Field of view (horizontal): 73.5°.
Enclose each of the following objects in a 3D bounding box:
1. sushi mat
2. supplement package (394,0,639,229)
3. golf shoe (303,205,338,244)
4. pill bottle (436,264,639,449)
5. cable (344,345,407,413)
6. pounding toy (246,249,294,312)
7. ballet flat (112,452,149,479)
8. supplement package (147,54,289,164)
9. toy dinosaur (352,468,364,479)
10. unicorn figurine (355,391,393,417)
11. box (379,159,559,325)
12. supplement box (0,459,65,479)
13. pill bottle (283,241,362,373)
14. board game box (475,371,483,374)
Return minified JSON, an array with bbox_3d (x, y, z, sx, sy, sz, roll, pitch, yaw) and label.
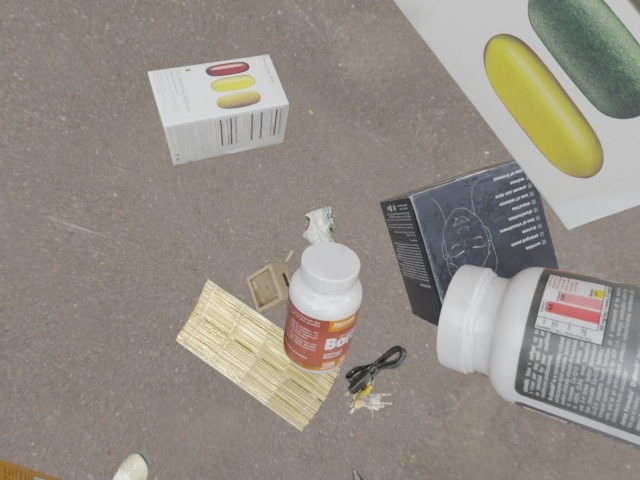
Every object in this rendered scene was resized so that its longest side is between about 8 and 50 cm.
[{"bbox_3d":[-0.126,0.221,0.833,0.316,0.019,0.151,33,97,8],"label":"sushi mat"},{"bbox_3d":[0.232,-0.187,0.313,0.198,0.199,0.262,-34,86,-19],"label":"supplement package"},{"bbox_3d":[0.000,0.000,1.088,0.086,0.069,0.176,-9,63,12],"label":"golf shoe"},{"bbox_3d":[0.368,0.153,0.605,0.210,0.363,0.210,-25,121,-51],"label":"pill bottle"},{"bbox_3d":[0.180,0.441,1.427,0.072,0.139,0.287,41,105,-20],"label":"cable"},{"bbox_3d":[-0.131,0.118,1.261,0.100,0.130,0.141,-1,65,-53],"label":"pounding toy"},{"bbox_3d":[-0.555,0.684,1.217,0.086,0.248,0.086,21,40,-19],"label":"ballet flat"},{"bbox_3d":[-0.205,-0.270,0.885,0.244,0.134,0.139,-16,71,-17],"label":"supplement package"},{"bbox_3d":[-0.002,0.314,0.337,0.121,0.160,0.313,-6,96,1],"label":"toy dinosaur"},{"bbox_3d":[0.163,0.490,1.304,0.162,0.111,0.060,37,47,-38],"label":"unicorn figurine"},{"bbox_3d":[0.538,0.001,1.561,0.480,0.297,0.471,-18,95,-12],"label":"box"},{"bbox_3d":[-0.280,0.236,0.348,0.078,0.233,0.080,-18,56,-18],"label":"supplement box"},{"bbox_3d":[0.004,0.113,0.716,0.121,0.121,0.216,-4,130,-15],"label":"pill bottle"},{"bbox_3d":[0.416,0.286,0.978,0.165,0.243,0.042,8,70,26],"label":"board game box"}]
